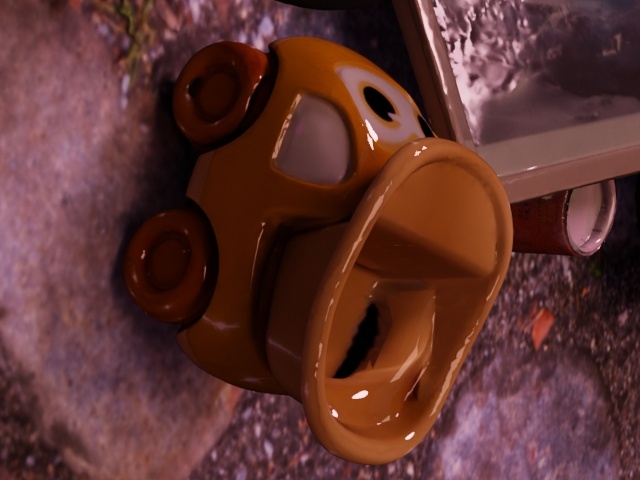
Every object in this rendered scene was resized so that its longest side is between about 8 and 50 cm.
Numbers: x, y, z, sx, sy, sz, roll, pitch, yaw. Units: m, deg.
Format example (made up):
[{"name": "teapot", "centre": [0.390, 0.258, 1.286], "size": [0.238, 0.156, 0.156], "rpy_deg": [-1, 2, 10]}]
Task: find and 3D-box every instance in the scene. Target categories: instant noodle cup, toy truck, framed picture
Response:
[{"name": "instant noodle cup", "centre": [0.180, -0.039, 1.617], "size": [0.127, 0.136, 0.127], "rpy_deg": [-18, 113, -50]}, {"name": "toy truck", "centre": [0.000, 0.000, 1.335], "size": [0.204, 0.212, 0.288], "rpy_deg": [26, 81, -53]}, {"name": "framed picture", "centre": [0.224, -0.209, 1.582], "size": [0.446, 0.028, 0.326], "rpy_deg": [-15, 87, -43]}]

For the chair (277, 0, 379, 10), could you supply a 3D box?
[{"name": "chair", "centre": [0.042, -0.391, 1.200], "size": [0.410, 0.365, 0.362], "rpy_deg": [-50, 134, -27]}]

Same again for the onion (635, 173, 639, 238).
[{"name": "onion", "centre": [0.456, -0.073, 1.862], "size": [0.337, 0.282, 0.260], "rpy_deg": [-39, 107, -29]}]
